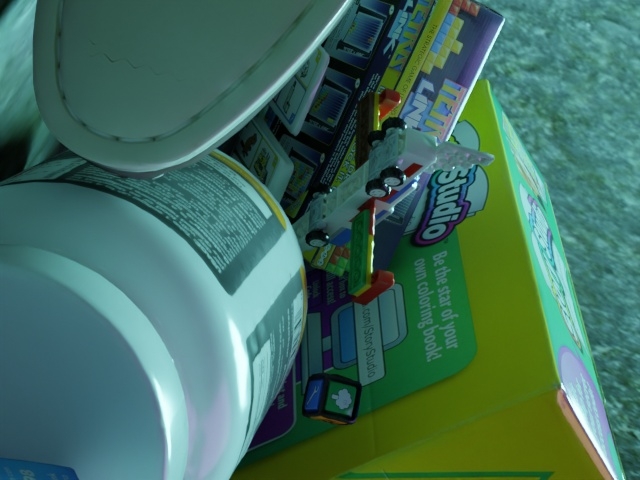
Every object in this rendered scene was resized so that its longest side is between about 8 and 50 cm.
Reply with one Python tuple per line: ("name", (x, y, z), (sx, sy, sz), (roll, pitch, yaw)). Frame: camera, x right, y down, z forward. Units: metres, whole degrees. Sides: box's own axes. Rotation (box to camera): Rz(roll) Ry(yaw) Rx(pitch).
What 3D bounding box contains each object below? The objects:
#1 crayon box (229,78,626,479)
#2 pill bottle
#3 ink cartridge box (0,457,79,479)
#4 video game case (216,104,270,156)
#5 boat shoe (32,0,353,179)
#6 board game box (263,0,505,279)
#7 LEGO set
("crayon box", (-0.003, 0.079, 1.028), (0.313, 0.106, 0.363), (-24, -153, 12))
("pill bottle", (-0.099, 0.047, 0.718), (0.162, 0.162, 0.278), (-62, 178, 12))
("ink cartridge box", (-0.161, 0.113, 0.513), (0.104, 0.180, 0.060), (-62, -143, 18))
("video game case", (-0.038, -0.099, 1.040), (0.201, 0.023, 0.183), (-67, 171, 26))
("boat shoe", (-0.020, -0.157, 0.707), (0.096, 0.117, 0.324), (105, 6, -71))
("board game box", (0.022, -0.073, 1.002), (0.170, 0.048, 0.141), (-64, -150, 5))
("LEGO set", (0.000, 0.000, 0.913), (0.182, 0.060, 0.244), (-67, -156, 16))
